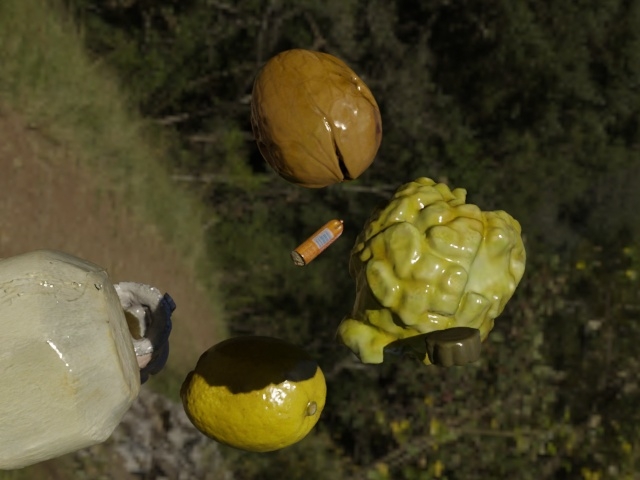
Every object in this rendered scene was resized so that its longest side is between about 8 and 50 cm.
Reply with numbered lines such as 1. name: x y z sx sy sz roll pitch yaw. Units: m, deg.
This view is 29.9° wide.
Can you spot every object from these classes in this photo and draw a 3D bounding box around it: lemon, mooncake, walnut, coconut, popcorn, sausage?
1. lemon: -0.096 0.217 1.712 0.170 0.207 0.170 9 90 -72
2. mooncake: 0.271 0.115 1.251 0.150 0.346 0.057 -101 -158 -75
3. walnut: -0.019 -0.170 1.563 0.211 0.167 0.087 55 5 21
4. coconut: -0.351 0.137 1.412 0.245 0.247 0.245 165 -90 -90
5. popcorn: 0.118 0.043 1.334 0.217 0.181 0.235 -60 171 4
6. sausage: 0.000 0.000 1.845 0.107 0.031 0.031 -39 147 -32

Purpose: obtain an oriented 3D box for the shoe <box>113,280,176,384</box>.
1. shoe: -0.389 0.167 1.871 0.172 0.351 0.198 56 -31 14
